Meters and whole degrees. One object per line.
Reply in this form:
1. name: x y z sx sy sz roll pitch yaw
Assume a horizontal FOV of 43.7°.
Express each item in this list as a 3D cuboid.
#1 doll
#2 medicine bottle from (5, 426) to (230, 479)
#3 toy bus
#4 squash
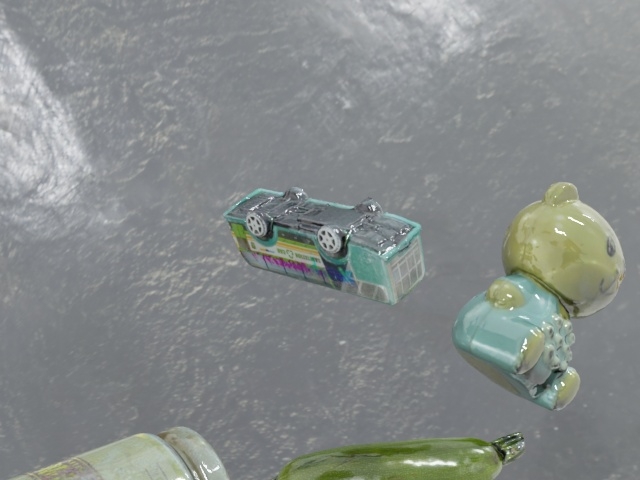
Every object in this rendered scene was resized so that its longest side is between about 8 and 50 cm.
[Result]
1. doll: 0.291 0.067 1.042 0.177 0.161 0.260 41 76 -37
2. medicine bottle: -0.235 0.270 0.664 0.323 0.151 0.151 -13 81 -40
3. toy bus: 0.000 0.000 0.968 0.091 0.262 0.109 -38 126 -36
4. squash: 0.074 0.262 0.907 0.080 0.319 0.071 -68 144 -71
